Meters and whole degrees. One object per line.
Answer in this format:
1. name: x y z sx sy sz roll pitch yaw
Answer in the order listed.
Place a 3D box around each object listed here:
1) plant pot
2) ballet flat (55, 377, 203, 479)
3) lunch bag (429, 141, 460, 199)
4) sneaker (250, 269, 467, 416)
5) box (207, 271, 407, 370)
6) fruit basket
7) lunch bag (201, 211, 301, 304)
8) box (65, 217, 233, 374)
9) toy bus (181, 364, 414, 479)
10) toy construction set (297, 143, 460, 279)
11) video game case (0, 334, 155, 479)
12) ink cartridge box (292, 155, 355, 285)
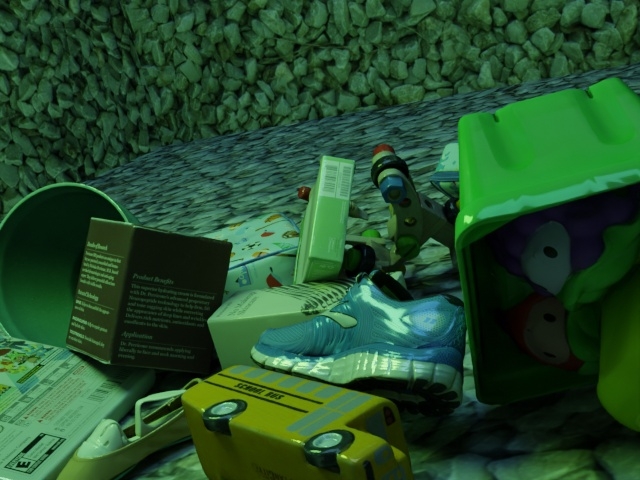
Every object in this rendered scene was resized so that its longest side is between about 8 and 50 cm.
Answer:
1. plant pot: -0.399 0.062 1.740 0.293 0.292 0.196 -10 -12 18
2. ballet flat: -0.234 0.240 1.245 0.232 0.073 0.080 -24 17 -31
3. lunch bag: 0.301 -0.079 1.655 0.176 0.219 0.090 9 70 58
4. sneaker: 0.051 0.119 1.178 0.330 0.130 0.147 -6 54 47
5. box: -0.012 0.120 1.427 0.275 0.094 0.113 -8 19 23
6. fruit basket: 0.287 0.074 0.983 0.283 0.391 0.392 -14 15 4
7. lunch bag: -0.142 0.049 1.785 0.243 0.114 0.303 -21 16 -9
8. box: -0.257 0.083 1.495 0.169 0.203 0.167 13 -3 -35
9. toy bus: -0.021 0.219 1.055 0.130 0.108 0.333 -24 17 -36
10. toy construction set: 0.119 -0.018 1.647 0.237 0.257 0.309 20 12 -26
11. video game case: -0.433 0.231 1.374 0.300 0.036 0.329 10 22 15
12. ink cartridge box: 0.000 0.000 1.534 0.056 0.171 0.235 9 -25 -4
